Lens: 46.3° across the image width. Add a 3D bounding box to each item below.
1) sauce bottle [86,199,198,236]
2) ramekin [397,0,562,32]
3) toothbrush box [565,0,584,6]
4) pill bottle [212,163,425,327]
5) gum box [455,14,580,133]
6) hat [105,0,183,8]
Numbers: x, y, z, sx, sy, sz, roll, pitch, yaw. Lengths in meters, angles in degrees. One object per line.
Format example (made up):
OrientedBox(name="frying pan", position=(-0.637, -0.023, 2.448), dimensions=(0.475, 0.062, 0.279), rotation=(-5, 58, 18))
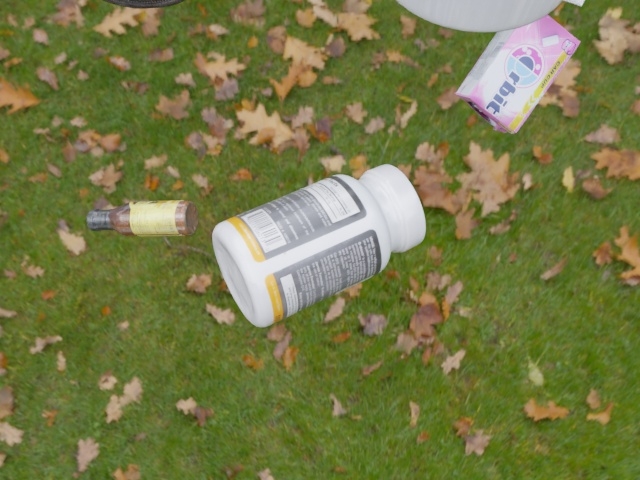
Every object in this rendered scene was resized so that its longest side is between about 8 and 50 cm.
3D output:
OrientedBox(name="sauce bottle", position=(-0.203, -0.025, 0.849), dimensions=(0.128, 0.042, 0.042), rotation=(0, 62, 15))
OrientedBox(name="ramekin", position=(0.186, -0.372, 0.861), dimensions=(0.278, 0.135, 0.277), rotation=(1, 61, -2))
OrientedBox(name="toothbrush box", position=(0.297, -0.495, 1.203), dimensions=(0.296, 0.126, 0.216), rotation=(18, 29, 4))
OrientedBox(name="pill bottle", position=(0.000, 0.000, 1.077), dimensions=(0.279, 0.162, 0.162), rotation=(-24, 62, -18))
OrientedBox(name="gum box", position=(0.317, -0.276, 1.220), dimensions=(0.107, 0.062, 0.188), rotation=(32, 97, -19))
OrientedBox(name="hat", position=(-0.249, -0.445, 0.982), dimensions=(0.332, 0.331, 0.134), rotation=(-17, 38, -4))
